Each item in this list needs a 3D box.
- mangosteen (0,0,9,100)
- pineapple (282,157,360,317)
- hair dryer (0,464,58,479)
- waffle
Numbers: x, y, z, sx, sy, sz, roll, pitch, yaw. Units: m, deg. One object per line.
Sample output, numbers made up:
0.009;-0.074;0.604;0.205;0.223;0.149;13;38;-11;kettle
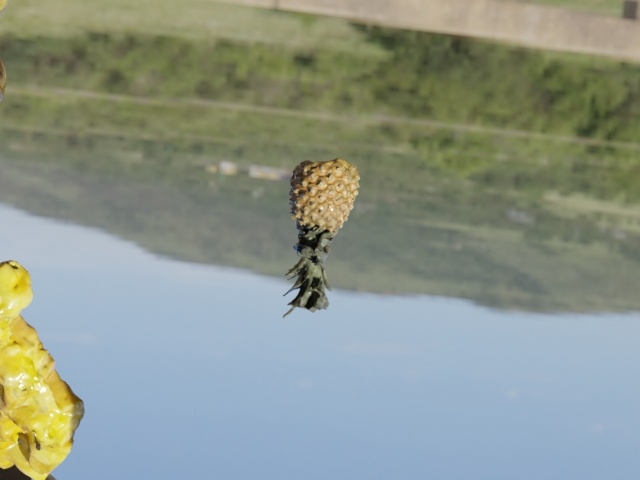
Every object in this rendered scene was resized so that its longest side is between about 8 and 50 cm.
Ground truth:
-0.442;-0.212;1.615;0.288;0.288;0.288;6;-177;0;mangosteen
0.000;0.000;1.248;0.058;0.124;0.058;3;173;0;pineapple
-0.337;0.358;1.709;0.197;0.251;0.089;25;-175;42;hair dryer
-0.254;0.071;1.132;0.249;0.253;0.056;-8;-149;51;waffle
